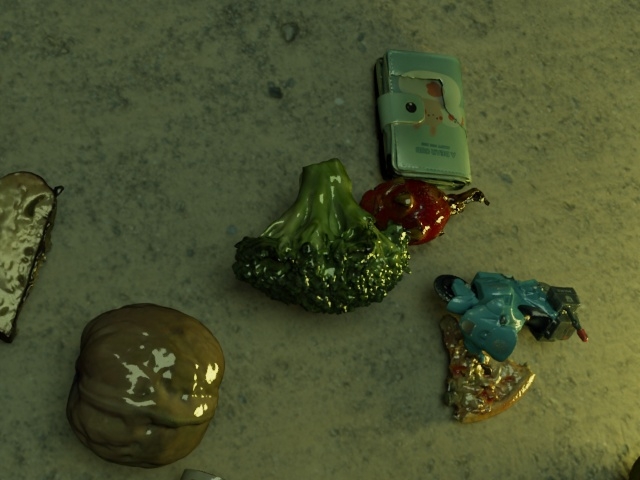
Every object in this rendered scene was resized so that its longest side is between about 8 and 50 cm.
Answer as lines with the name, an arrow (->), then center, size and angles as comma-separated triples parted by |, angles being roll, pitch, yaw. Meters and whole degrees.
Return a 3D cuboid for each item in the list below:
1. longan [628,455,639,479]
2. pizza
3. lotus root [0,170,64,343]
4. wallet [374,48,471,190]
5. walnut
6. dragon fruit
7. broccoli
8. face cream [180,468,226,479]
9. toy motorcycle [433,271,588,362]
longan -> 0.604, 0.431, 1.974 | 0.176, 0.145, 0.154 | 30, 87, -49
pizza -> 0.270, 0.209, 1.991 | 0.185, 0.052, 0.195 | -28, 81, -26
lotus root -> -0.508, 0.012, 1.811 | 0.170, 0.074, 0.260 | 24, 68, -7
wallet -> 0.186, -0.221, 2.102 | 0.176, 0.075, 0.250 | 4, 71, -22
walnut -> -0.261, 0.218, 1.730 | 0.248, 0.248, 0.248 | 5, 70, -15
dragon fruit -> 0.186, -0.058, 2.021 | 0.246, 0.125, 0.125 | -11, 72, -27
broccoli -> 0.000, 0.000, 1.891 | 0.288, 0.248, 0.245 | 32, 47, -53
face cream -> -0.199, 0.462, 1.737 | 0.096, 0.096, 0.214 | 24, 67, -8
toy motorcycle -> 0.332, 0.127, 1.975 | 0.272, 0.123, 0.182 | 4, 41, -26
